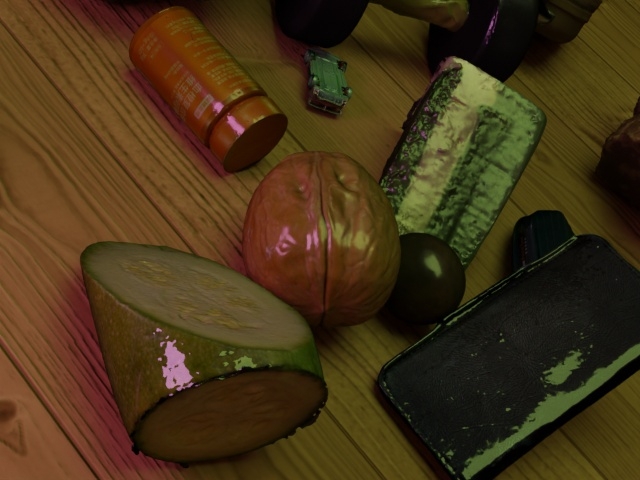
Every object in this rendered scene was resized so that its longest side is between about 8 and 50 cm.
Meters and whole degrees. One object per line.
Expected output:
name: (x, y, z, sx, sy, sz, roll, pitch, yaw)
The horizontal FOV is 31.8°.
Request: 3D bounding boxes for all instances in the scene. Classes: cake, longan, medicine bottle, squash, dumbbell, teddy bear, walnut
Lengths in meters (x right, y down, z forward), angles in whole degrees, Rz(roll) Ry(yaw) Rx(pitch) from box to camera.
cake: (0.157, -0.083, 1.350, 0.158, 0.172, 0.283, 30, 42, 0)
longan: (0.104, 0.038, 1.239, 0.106, 0.106, 0.119, -16, 51, -42)
medicine bottle: (-0.132, -0.178, 1.312, 0.096, 0.096, 0.192, -22, 65, -45)
squash: (-0.114, 0.055, 1.015, 0.189, 0.189, 0.260, 4, 51, -30)
dumbbell: (0.118, -0.337, 1.553, 0.323, 0.203, 0.203, 13, 44, -22)
teddy bear: (0.530, -0.119, 1.595, 0.223, 0.246, 0.296, -32, 30, -17)
walnut: (0.000, 0.000, 1.171, 0.165, 0.165, 0.197, 13, 35, -22)

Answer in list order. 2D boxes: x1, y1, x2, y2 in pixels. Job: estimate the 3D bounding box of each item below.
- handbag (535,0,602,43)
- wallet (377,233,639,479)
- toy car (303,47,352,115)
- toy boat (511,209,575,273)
handbag: (0.306, -0.431, 1.759, 0.302, 0.149, 0.283, 33, 14, -3)
wallet: (0.222, 0.119, 1.187, 0.318, 0.045, 0.172, -33, 63, -18)
toy car: (0.006, -0.216, 1.487, 0.059, 0.035, 0.122, 16, 34, -19)
toy boat: (0.274, 0.033, 1.375, 0.093, 0.103, 0.246, 31, 30, -11)
